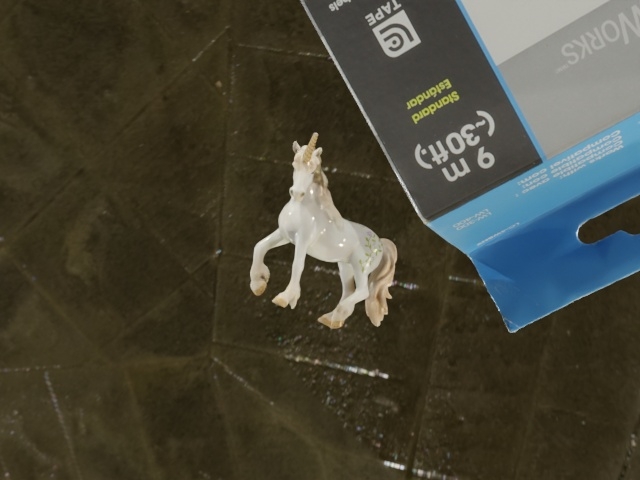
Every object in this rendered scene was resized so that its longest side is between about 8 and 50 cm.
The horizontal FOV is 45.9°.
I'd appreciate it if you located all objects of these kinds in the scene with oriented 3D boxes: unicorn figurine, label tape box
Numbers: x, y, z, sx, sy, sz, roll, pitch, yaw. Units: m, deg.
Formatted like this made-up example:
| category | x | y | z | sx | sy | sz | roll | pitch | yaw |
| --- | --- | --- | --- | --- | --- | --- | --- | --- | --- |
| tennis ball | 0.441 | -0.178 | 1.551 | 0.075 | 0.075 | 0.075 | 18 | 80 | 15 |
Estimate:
| category | x | y | z | sx | sy | sz | roll | pitch | yaw |
| --- | --- | --- | --- | --- | --- | --- | --- | --- | --- |
| unicorn figurine | 0.000 | 0.000 | 0.552 | 0.060 | 0.162 | 0.111 | 21 | 85 | 41 |
| label tape box | 0.154 | -0.127 | 0.506 | 0.249 | 0.115 | 0.348 | -28 | 91 | 17 |
